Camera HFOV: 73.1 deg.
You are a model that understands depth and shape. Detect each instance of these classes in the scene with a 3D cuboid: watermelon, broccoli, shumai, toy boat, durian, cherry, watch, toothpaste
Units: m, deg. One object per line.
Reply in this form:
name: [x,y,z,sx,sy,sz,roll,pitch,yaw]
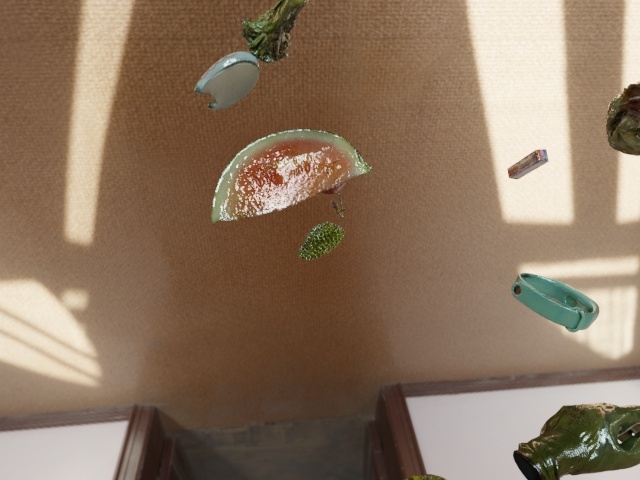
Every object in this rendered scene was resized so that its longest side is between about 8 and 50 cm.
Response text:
watermelon: [-0.051,-0.098,0.637,0.245,0.119,0.063,-18,146,-10]
broccoli: [-0.114,-0.635,1.252,0.165,0.304,0.145,-42,103,-23]
shumai: [0.981,-0.394,1.254,0.261,0.225,0.222,-44,157,-12]
toy boat: [-0.280,-0.490,1.306,0.208,0.078,0.134,-38,148,3]
durian: [-0.003,-0.007,1.664,0.221,0.137,0.095,-40,113,-18]
cherry: [0.023,-0.143,0.985,0.091,0.225,0.106,-7,121,-8]
watch: [0.646,0.163,1.186,0.195,0.237,0.068,8,112,-19]
toothpaste: [0.720,-0.262,1.508,0.040,0.047,0.196,-5,171,-5]

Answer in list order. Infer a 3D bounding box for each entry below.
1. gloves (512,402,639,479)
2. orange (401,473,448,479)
gloves: [0.458,0.336,0.735,0.269,0.135,0.107,-11,102,-15]
orange: [0.187,0.505,0.582,0.262,0.335,0.196,-51,135,-1]
